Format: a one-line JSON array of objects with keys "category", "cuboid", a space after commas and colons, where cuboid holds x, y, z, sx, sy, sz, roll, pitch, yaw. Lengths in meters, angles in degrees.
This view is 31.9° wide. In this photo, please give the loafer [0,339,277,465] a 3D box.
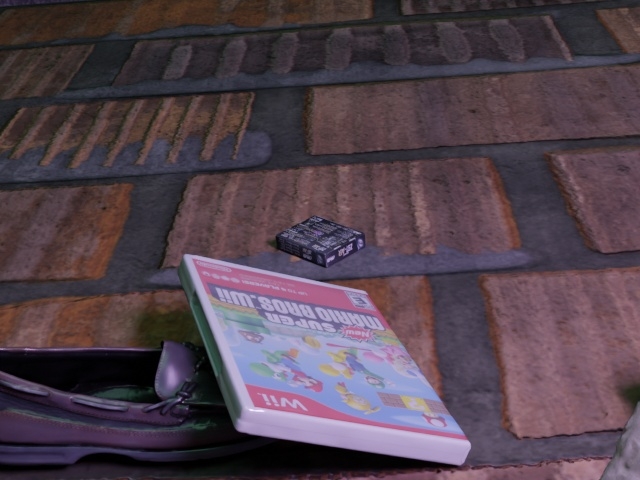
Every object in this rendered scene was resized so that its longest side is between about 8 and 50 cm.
[{"category": "loafer", "cuboid": [-0.155, 0.131, 0.975, 0.303, 0.095, 0.109, -5, 25, -5]}]

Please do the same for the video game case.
[{"category": "video game case", "cuboid": [-0.008, 0.099, 1.006, 0.204, 0.025, 0.285, 13, 20, -22]}]

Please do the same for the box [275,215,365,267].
[{"category": "box", "cuboid": [0.000, 0.000, 1.299, 0.083, 0.018, 0.067, 20, 36, 40]}]

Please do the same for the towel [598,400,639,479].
[{"category": "towel", "cuboid": [0.199, 0.210, 0.603, 0.049, 0.282, 0.187, 19, 13, -31]}]
